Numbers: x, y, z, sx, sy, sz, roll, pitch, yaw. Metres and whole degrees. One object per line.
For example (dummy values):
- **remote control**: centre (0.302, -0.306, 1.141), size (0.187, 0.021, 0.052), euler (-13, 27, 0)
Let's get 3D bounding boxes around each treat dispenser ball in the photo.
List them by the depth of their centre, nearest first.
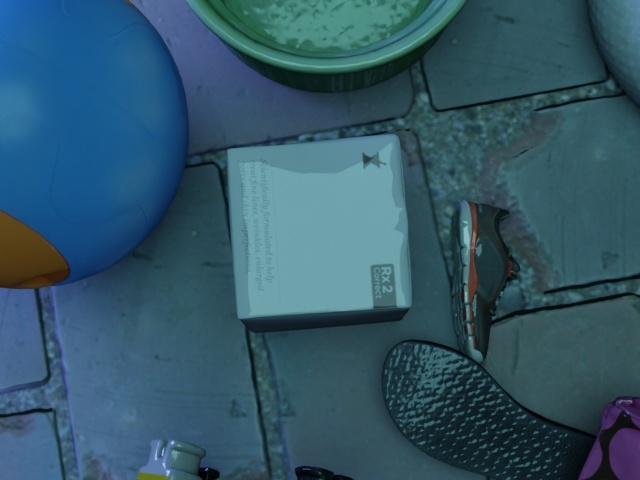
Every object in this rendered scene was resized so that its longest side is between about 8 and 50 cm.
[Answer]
- **treat dispenser ball**: centre (-0.260, -0.101, 1.103), size (0.288, 0.288, 0.288), euler (0, 82, 1)

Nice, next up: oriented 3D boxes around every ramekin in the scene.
- **ramekin**: centre (0.007, -0.287, 1.193), size (0.303, 0.148, 0.304), euler (0, 82, 1)

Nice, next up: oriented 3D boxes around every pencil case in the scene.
- **pencil case**: centre (0.261, 0.234, 1.112), size (0.098, 0.095, 0.209), euler (27, 108, 18)

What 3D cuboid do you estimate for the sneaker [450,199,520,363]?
- **sneaker**: centre (0.161, 0.039, 1.193), size (0.064, 0.061, 0.158), euler (1, 84, -7)

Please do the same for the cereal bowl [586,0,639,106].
- **cereal bowl**: centre (0.411, -0.252, 1.144), size (0.338, 0.141, 0.339), euler (-1, 86, 16)

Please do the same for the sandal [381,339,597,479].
- **sandal**: centre (0.164, 0.180, 1.181), size (0.254, 0.054, 0.097), euler (31, 93, -5)

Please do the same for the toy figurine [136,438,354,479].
- **toy figurine**: centre (-0.070, 0.271, 1.088), size (0.213, 0.209, 0.148), euler (11, 72, 4)

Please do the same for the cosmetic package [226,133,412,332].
- **cosmetic package**: centre (0.000, 0.000, 1.137), size (0.151, 0.184, 0.151), euler (-5, 82, 0)
